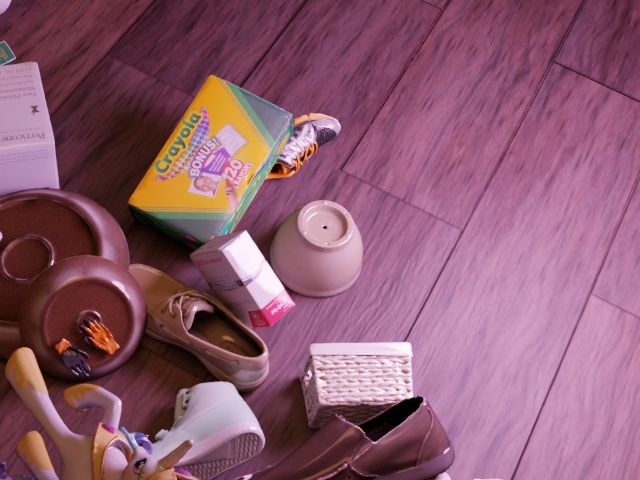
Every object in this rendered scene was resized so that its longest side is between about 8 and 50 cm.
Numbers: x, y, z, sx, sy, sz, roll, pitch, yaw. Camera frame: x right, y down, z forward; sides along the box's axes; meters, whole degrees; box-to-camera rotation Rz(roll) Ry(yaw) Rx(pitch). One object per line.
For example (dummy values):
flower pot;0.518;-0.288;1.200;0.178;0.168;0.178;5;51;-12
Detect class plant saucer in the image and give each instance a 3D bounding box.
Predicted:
plant saucer;-0.463;0.039;1.812;0.310;0.050;0.311;-1;61;2
plant saucer;-0.357;0.123;1.738;0.198;0.036;0.199;-5;102;-23

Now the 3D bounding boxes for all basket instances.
basket;0.059;0.229;1.779;0.167;0.113;0.103;0;58;-11

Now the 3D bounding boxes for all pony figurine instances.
pony figurine;-0.331;0.359;1.510;0.363;0.302;0.351;26;92;39

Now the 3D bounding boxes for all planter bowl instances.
planter bowl;0.000;0.000;1.925;0.162;0.109;0.162;5;55;-7

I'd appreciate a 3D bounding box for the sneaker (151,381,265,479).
sneaker;-0.220;0.304;1.703;0.255;0.094;0.151;-23;37;-8

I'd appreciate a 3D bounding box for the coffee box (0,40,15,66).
coffee box;-0.630;-0.278;1.989;0.184;0.113;0.040;-36;96;-28

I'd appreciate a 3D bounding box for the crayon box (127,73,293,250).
crayon box;-0.184;-0.126;1.945;0.165;0.081;0.278;27;74;9

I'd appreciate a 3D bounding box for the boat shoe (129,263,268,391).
boat shoe;-0.205;0.120;1.808;0.302;0.098;0.109;35;57;16

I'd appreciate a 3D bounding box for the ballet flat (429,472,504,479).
ballet flat;0.216;0.404;1.712;0.315;0.108;0.106;8;35;-12

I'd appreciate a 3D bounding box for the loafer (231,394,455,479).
loafer;0.018;0.316;1.672;0.365;0.134;0.130;-16;103;-21

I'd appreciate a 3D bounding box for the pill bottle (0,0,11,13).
pill bottle;-0.685;-0.478;2.068;0.333;0.188;0.188;-27;65;-25

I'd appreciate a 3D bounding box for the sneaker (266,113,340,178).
sneaker;-0.056;-0.157;2.043;0.214;0.084;0.083;-25;64;-13

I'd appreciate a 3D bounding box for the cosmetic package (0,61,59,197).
cosmetic package;-0.532;-0.177;1.916;0.151;0.151;0.184;-11;59;-16

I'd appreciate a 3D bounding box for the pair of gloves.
pair of gloves;-0.353;0.162;1.721;0.083;0.010;0.074;-41;112;-10

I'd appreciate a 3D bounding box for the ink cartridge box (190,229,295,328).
ink cartridge box;-0.126;0.063;1.817;0.063;0.109;0.150;-41;106;-31

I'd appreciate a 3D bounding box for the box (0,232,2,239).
box;-0.674;0.063;1.737;0.232;0.058;0.322;26;69;8
